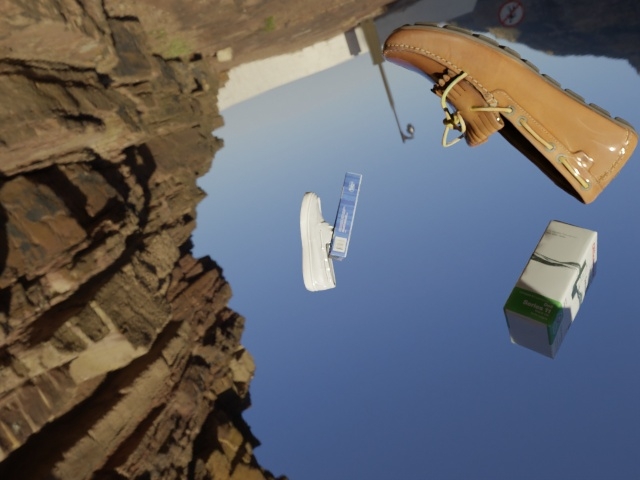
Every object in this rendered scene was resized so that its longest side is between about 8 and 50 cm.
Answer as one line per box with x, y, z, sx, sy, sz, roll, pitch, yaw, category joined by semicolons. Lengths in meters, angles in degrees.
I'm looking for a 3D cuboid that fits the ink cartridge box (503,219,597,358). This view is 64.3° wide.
0.430;0.090;0.944;0.087;0.153;0.208;21;-112;38;ink cartridge box

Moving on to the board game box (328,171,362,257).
0.026;-0.024;0.578;0.020;0.090;0.090;12;175;2;board game box

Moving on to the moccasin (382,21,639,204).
0.252;-0.187;0.745;0.147;0.380;0.139;-57;179;11;moccasin

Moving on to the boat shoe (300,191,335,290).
0.000;0.000;0.937;0.063;0.184;0.066;-4;169;13;boat shoe
